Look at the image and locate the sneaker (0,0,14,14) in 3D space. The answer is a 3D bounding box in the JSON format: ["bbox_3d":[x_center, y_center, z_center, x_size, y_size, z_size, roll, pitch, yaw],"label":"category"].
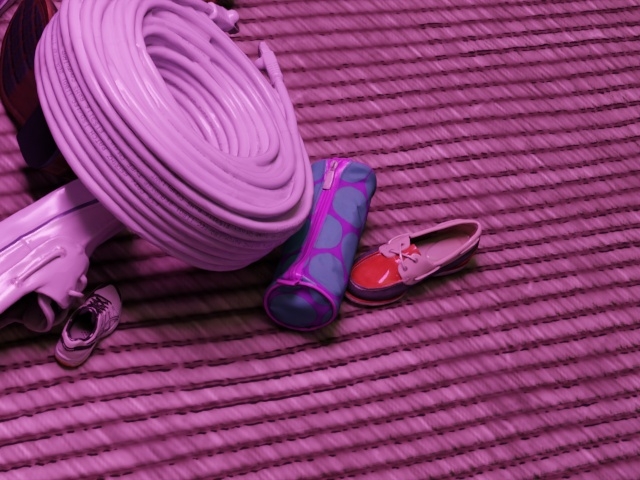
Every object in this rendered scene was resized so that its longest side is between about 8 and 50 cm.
[{"bbox_3d":[-0.289,-0.267,1.353,0.102,0.161,0.282,17,50,-7],"label":"sneaker"}]

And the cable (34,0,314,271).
[{"bbox_3d":[-0.113,-0.096,1.256,0.257,0.089,0.257,23,37,-47],"label":"cable"}]

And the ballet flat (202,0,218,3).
[{"bbox_3d":[-0.087,-0.359,1.534,0.123,0.123,0.348,24,50,-3],"label":"ballet flat"}]

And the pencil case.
[{"bbox_3d":[0.000,0.000,1.321,0.064,0.070,0.151,4,50,17],"label":"pencil case"}]

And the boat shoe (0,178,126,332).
[{"bbox_3d":[-0.222,0.030,1.214,0.258,0.095,0.084,-33,82,-29],"label":"boat shoe"}]

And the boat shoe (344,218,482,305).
[{"bbox_3d":[0.077,0.016,1.358,0.137,0.043,0.049,-18,65,-29],"label":"boat shoe"}]

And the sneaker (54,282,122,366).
[{"bbox_3d":[-0.174,0.060,1.235,0.032,0.037,0.083,26,49,1],"label":"sneaker"}]

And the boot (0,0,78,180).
[{"bbox_3d":[-0.203,-0.120,1.351,0.106,0.082,0.219,24,34,-37],"label":"boot"}]
